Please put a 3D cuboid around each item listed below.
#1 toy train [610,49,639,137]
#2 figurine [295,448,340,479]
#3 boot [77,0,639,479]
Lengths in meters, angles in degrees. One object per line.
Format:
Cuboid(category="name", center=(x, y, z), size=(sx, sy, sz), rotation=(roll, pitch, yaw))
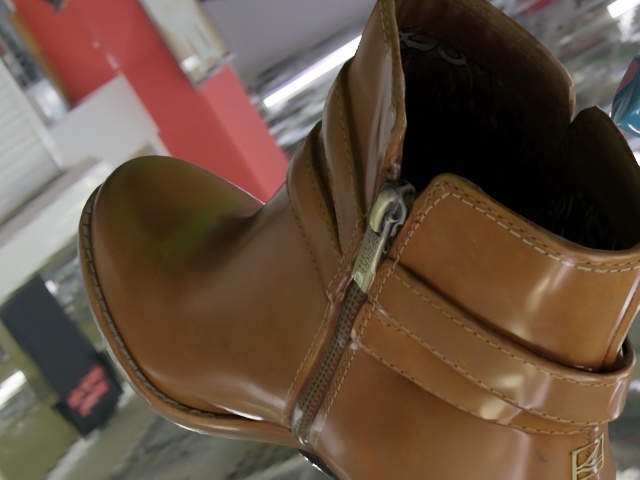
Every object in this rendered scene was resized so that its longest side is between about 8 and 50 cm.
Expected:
Cuboid(category="toy train", center=(0.254, -0.127, 0.713), size=(0.248, 0.143, 0.105), rotation=(-63, -169, -4))
Cuboid(category="figurine", center=(0.033, 0.184, 0.758), size=(0.215, 0.209, 0.092), rotation=(-34, 162, -42))
Cuboid(category="boot", center=(0.000, 0.000, 0.509), size=(0.109, 0.220, 0.283), rotation=(-17, -131, -24))
